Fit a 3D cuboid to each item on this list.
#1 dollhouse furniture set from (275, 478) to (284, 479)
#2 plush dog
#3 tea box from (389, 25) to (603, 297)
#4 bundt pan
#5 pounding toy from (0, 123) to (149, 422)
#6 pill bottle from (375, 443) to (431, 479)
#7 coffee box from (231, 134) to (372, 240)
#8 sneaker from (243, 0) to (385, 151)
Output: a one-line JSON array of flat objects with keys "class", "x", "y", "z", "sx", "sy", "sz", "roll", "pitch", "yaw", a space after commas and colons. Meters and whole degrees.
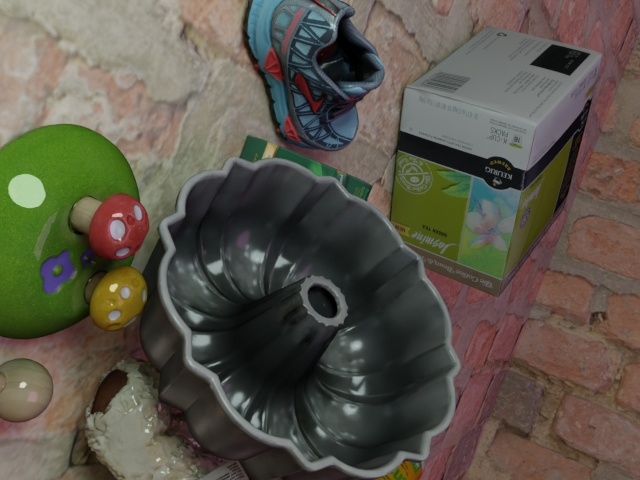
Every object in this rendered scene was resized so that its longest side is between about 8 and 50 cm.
[{"class": "dollhouse furniture set", "x": 0.053, "y": 0.354, "z": 0.939, "sx": 0.286, "sy": 0.198, "sz": 0.303, "roll": -58, "pitch": 156, "yaw": -14}, {"class": "plush dog", "x": -0.154, "y": 0.256, "z": 0.825, "sx": 0.225, "sy": 0.210, "sz": 0.262, "roll": -89, "pitch": -160, "yaw": -85}, {"class": "tea box", "x": 0.292, "y": -0.142, "z": 1.322, "sx": 0.329, "sy": 0.220, "sz": 0.324, "roll": -41, "pitch": 143, "yaw": -45}, {"class": "bundt pan", "x": -0.031, "y": 0.086, "z": 0.751, "sx": 0.124, "sy": 0.331, "sz": 0.331, "roll": -42, "pitch": 175, "yaw": 39}, {"class": "pounding toy", "x": -0.196, "y": 0.032, "z": 0.613, "sx": 0.237, "sy": 0.110, "sz": 0.183, "roll": -61, "pitch": 154, "yaw": -16}, {"class": "pill bottle", "x": 0.125, "y": 0.459, "z": 1.569, "sx": 0.245, "sy": 0.136, "sz": 0.136, "roll": -38, "pitch": 142, "yaw": -48}, {"class": "coffee box", "x": -0.027, "y": -0.041, "z": 0.910, "sx": 0.184, "sy": 0.040, "sz": 0.113, "roll": 19, "pitch": 94, "yaw": -45}, {"class": "sneaker", "x": 0.010, "y": -0.168, "z": 0.847, "sx": 0.104, "sy": 0.125, "sz": 0.262, "roll": -61, "pitch": 154, "yaw": -15}]
